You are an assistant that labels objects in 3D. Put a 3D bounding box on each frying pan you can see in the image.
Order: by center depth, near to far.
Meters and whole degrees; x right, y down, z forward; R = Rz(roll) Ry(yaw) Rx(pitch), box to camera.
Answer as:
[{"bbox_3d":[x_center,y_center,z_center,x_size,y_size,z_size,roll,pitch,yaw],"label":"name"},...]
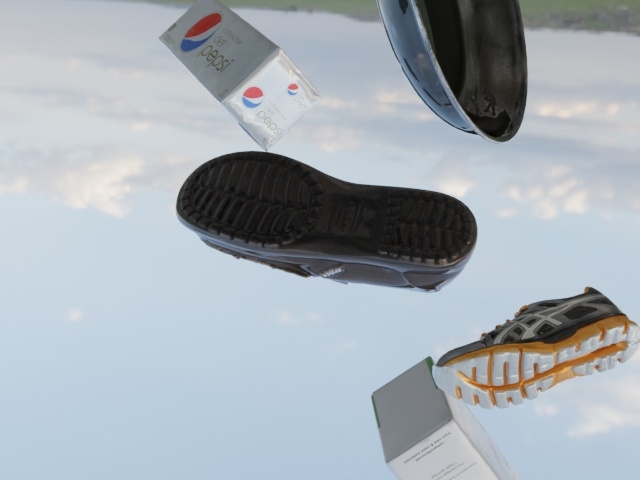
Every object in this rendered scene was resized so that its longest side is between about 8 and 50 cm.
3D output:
[{"bbox_3d":[0.095,-0.209,0.662,0.053,0.326,0.197,-12,141,29],"label":"frying pan"}]

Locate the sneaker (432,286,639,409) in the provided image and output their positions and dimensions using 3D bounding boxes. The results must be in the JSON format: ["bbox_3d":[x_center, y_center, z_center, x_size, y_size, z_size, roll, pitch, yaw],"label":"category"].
[{"bbox_3d":[0.216,0.108,1.018,0.214,0.084,0.083,-13,-138,-7],"label":"sneaker"}]

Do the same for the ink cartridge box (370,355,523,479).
[{"bbox_3d":[0.203,0.337,1.424,0.117,0.278,0.201,-35,-163,8],"label":"ink cartridge box"}]

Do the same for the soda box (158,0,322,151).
[{"bbox_3d":[-0.082,-0.167,0.942,0.069,0.074,0.216,46,-179,-36],"label":"soda box"}]

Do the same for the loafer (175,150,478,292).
[{"bbox_3d":[0.000,0.000,1.156,0.365,0.130,0.134,15,-121,18],"label":"loafer"}]
